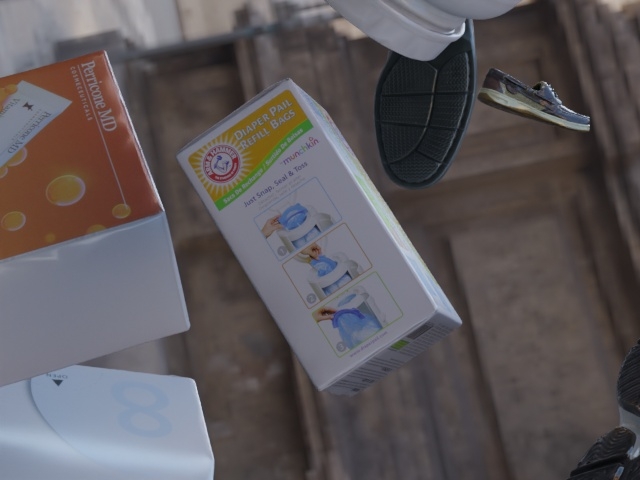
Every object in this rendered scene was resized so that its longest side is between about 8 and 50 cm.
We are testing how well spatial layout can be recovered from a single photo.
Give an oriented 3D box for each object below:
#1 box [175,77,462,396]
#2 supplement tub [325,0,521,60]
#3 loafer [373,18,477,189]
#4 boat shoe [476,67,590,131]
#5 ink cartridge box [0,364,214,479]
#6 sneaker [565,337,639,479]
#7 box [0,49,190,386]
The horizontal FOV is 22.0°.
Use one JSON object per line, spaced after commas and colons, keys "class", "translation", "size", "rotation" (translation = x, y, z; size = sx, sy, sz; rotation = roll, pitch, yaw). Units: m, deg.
{"class": "box", "translation": [0.000, 0.000, 1.193], "size": [0.203, 0.103, 0.114], "rotation": [58, 7, 14]}
{"class": "supplement tub", "translation": [0.130, -0.331, 1.322], "size": [0.241, 0.331, 0.241], "rotation": [35, 25, -19]}
{"class": "loafer", "translation": [0.109, -0.182, 1.550], "size": [0.084, 0.096, 0.267], "rotation": [-17, 112, -72]}
{"class": "boat shoe", "translation": [0.268, -0.172, 2.024], "size": [0.056, 0.152, 0.049], "rotation": [-155, -98, -70]}
{"class": "ink cartridge box", "translation": [-0.250, 0.253, 1.576], "size": [0.385, 0.308, 0.091], "rotation": [-114, -142, -58]}
{"class": "sneaker", "translation": [0.418, 0.294, 1.805], "size": [0.257, 0.169, 0.447], "rotation": [51, 42, -13]}
{"class": "box", "translation": [-0.315, 0.003, 1.438], "size": [0.168, 0.345, 0.215], "rotation": [85, -15, -50]}
